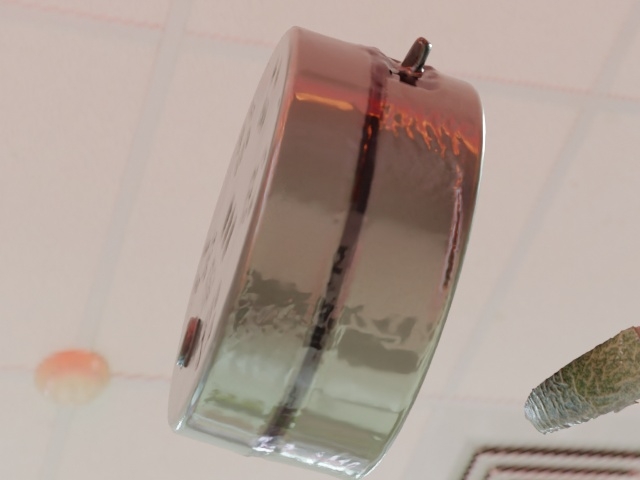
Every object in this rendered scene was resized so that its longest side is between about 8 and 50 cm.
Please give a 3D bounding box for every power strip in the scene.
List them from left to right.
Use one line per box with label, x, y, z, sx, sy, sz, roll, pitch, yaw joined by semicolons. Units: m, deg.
power strip;0.000;0.000;1.189;0.161;0.357;0.357;17;-56;-8

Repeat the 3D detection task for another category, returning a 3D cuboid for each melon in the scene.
melon;0.229;0.126;1.254;0.182;0.054;0.098;-32;-21;36
